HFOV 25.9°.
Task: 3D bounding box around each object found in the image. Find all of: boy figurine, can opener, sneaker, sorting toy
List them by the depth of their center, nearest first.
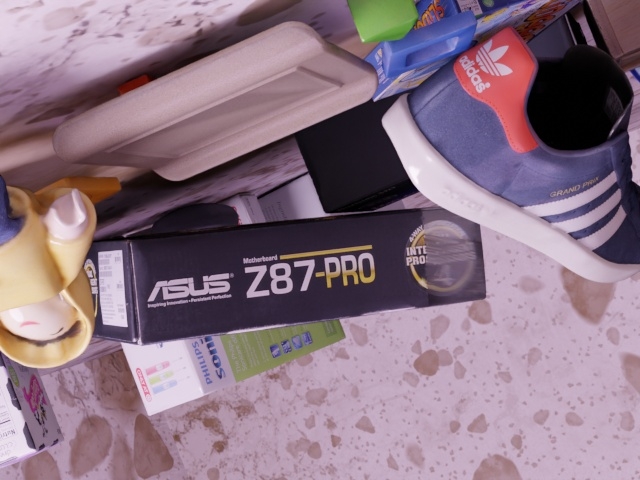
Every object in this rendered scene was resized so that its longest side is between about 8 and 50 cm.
[{"bbox_3d":[-0.222,0.015,0.881,0.177,0.092,0.285,-18,161,1],"label":"boy figurine"},{"bbox_3d":[-0.067,-0.097,0.922,0.347,0.047,0.196,-22,172,12],"label":"sorting toy"},{"bbox_3d":[0.210,-0.070,1.112,0.148,0.131,0.350,-44,145,24],"label":"sneaker"},{"bbox_3d":[-0.227,0.018,1.547,0.280,0.074,0.093,-22,142,-23],"label":"can opener"}]

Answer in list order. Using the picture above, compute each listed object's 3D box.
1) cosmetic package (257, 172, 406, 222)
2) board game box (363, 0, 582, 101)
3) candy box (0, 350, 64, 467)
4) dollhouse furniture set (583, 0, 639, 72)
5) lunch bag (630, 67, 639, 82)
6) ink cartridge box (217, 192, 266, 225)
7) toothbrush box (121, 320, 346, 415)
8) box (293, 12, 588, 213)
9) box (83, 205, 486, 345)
[{"bbox_3d":[0.000,0.000,1.768,0.184,0.151,0.151,-25,176,41],"label":"cosmetic package"},{"bbox_3d":[0.122,-0.166,1.046,0.136,0.035,0.201,-20,176,-17],"label":"board game box"},{"bbox_3d":[-0.330,0.125,1.374,0.070,0.196,0.165,-21,176,-3],"label":"candy box"},{"bbox_3d":[0.421,-0.081,1.201,0.256,0.394,0.362,-23,176,11],"label":"dollhouse furniture set"},{"bbox_3d":[0.422,-0.217,1.569,0.129,0.096,0.151,-21,-155,-5],"label":"lunch bag"},{"bbox_3d":[-0.126,0.013,1.660,0.135,0.099,0.056,-22,176,18],"label":"ink cartridge box"},{"bbox_3d":[-0.127,0.084,1.836,0.122,0.206,0.283,-24,176,41],"label":"toothbrush box"},{"bbox_3d":[0.125,-0.117,1.282,0.261,0.103,0.184,-23,173,16],"label":"box"},{"bbox_3d":[-0.077,0.032,1.300,0.318,0.097,0.395,-4,179,-22],"label":"box"}]
